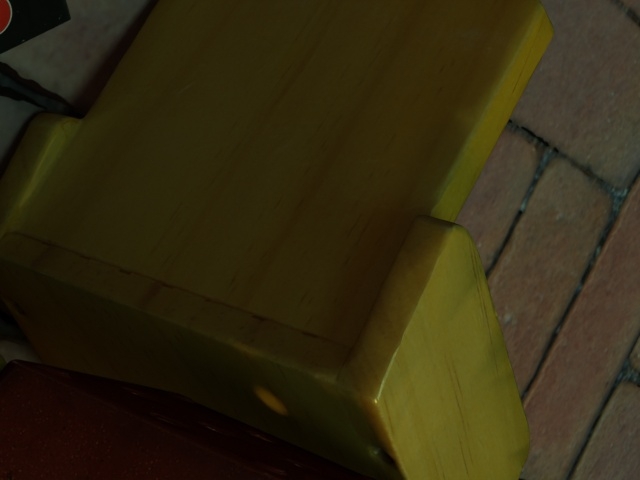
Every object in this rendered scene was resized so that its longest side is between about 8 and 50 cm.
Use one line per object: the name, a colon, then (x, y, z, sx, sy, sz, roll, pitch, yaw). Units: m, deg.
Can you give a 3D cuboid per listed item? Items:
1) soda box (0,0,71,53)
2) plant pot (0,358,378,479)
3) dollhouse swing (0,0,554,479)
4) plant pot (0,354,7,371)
soda box: (-0.242, -0.134, 0.875, 0.169, 0.053, 0.060, -33, 131, -29)
plant pot: (-0.097, 0.210, 0.771, 0.267, 0.267, 0.236, 27, 82, -63)
dollhouse swing: (0.000, 0.000, 0.983, 0.305, 0.347, 0.315, -51, 139, -29)
plant pot: (-0.330, 0.130, 0.806, 0.228, 0.227, 0.207, -20, 131, -39)
